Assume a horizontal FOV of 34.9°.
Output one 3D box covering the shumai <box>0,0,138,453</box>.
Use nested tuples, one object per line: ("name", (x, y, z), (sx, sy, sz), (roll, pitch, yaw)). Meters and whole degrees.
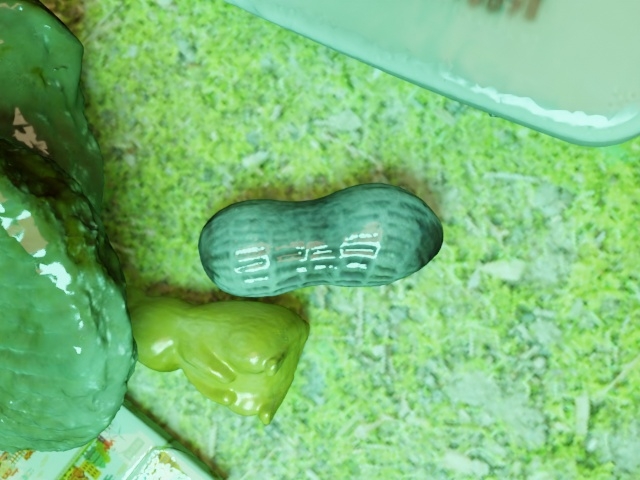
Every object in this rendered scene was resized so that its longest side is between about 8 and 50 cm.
("shumai", (-0.194, -0.012, 0.652), (0.222, 0.203, 0.271), (-4, 114, 27))

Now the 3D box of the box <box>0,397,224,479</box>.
("box", (-0.187, 0.148, 0.708), (0.220, 0.032, 0.122), (39, 88, 3))

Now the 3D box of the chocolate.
("chocolate", (0.000, 0.000, 0.690), (0.167, 0.072, 0.072), (-6, 88, 4))

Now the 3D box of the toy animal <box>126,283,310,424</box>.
("toy animal", (-0.092, 0.063, 0.698), (0.159, 0.083, 0.070), (13, 125, 10))

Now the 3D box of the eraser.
("eraser", (0.057, -0.208, 0.626), (0.331, 0.150, 0.331), (1, 95, 17))
